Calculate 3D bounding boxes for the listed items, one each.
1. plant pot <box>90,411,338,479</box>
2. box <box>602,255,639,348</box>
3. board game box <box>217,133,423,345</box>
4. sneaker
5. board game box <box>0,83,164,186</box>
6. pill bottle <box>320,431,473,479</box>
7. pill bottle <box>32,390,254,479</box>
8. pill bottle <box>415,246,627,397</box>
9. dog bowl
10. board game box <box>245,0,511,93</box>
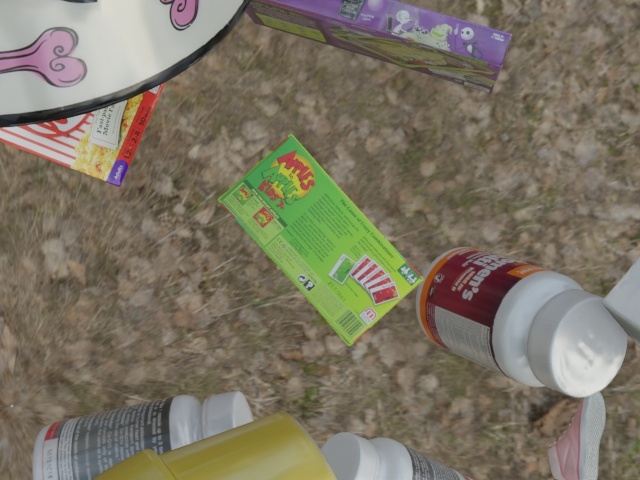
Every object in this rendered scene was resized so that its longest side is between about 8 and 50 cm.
[{"bbox_3d":[-0.102,0.326,1.121,0.239,0.254,0.254,-28,90,-18],"label":"plant pot"},{"bbox_3d":[0.351,0.058,0.887,0.130,0.091,0.170,-51,141,0],"label":"box"},{"bbox_3d":[0.000,0.000,0.911,0.092,0.043,0.181,-42,87,-2],"label":"board game box"},{"bbox_3d":[0.349,0.270,1.352,0.051,0.070,0.134,29,65,-38],"label":"sneaker"},{"bbox_3d":[-0.291,-0.163,1.124,0.193,0.045,0.147,21,93,-39],"label":"board game box"},{"bbox_3d":[0.142,0.470,1.807,0.318,0.176,0.176,32,72,-31],"label":"pill bottle"},{"bbox_3d":[-0.236,0.306,1.360,0.283,0.161,0.161,-13,84,5],"label":"pill bottle"},{"bbox_3d":[0.207,0.083,1.033,0.121,0.221,0.121,-6,103,-28],"label":"pill bottle"},{"bbox_3d":[-0.258,-0.279,0.798,0.408,0.150,0.408,0,48,0],"label":"dog bowl"},{"bbox_3d":[0.064,-0.270,1.248,0.347,0.208,0.056,18,96,6],"label":"board game box"}]
